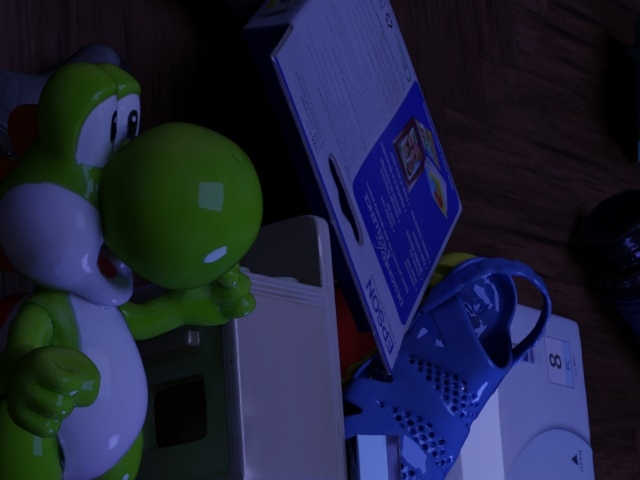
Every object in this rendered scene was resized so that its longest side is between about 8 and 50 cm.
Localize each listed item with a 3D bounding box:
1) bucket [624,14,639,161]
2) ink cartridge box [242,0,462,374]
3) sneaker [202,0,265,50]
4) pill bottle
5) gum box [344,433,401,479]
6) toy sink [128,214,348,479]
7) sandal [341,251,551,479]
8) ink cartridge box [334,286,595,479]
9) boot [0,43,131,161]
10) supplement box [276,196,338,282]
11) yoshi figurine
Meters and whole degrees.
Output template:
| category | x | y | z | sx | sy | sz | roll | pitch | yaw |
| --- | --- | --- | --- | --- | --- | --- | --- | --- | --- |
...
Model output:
| category | x | y | z | sx | sy | sz | roll | pitch | yaw |
| --- | --- | --- | --- | --- | --- | --- | --- | --- | --- |
| bucket | 0.523 | -0.201 | 2.050 | 0.281 | 0.281 | 0.183 | 22 | 60 | -46 |
| ink cartridge box | 0.025 | -0.083 | 1.436 | 0.303 | 0.072 | 0.307 | 70 | 27 | -23 |
| sneaker | -0.130 | -0.273 | 1.414 | 0.106 | 0.101 | 0.267 | -38 | 116 | -21 |
| pill bottle | 0.402 | 0.048 | 1.918 | 0.219 | 0.123 | 0.122 | 51 | 43 | -27 |
| gum box | 0.013 | 0.250 | 1.308 | 0.041 | 0.184 | 0.156 | 5 | 72 | -23 |
| toy sink | -0.082 | 0.095 | 1.269 | 0.131 | 0.153 | 0.234 | 14 | 67 | -48 |
| sandal | 0.109 | 0.120 | 1.448 | 0.126 | 0.138 | 0.317 | 42 | 56 | -19 |
| ink cartridge box | 0.132 | 0.202 | 1.550 | 0.385 | 0.091 | 0.308 | 18 | 64 | -49 |
| boot | -0.250 | -0.123 | 1.198 | 0.161 | 0.083 | 0.246 | 55 | 42 | -17 |
| supplement box | 0.000 | 0.000 | 1.495 | 0.083 | 0.043 | 0.055 | 25 | 59 | -44 |
| yoshi figurine | -0.133 | 0.065 | 1.094 | 0.203 | 0.203 | 0.362 | 3 | 101 | -18 |
